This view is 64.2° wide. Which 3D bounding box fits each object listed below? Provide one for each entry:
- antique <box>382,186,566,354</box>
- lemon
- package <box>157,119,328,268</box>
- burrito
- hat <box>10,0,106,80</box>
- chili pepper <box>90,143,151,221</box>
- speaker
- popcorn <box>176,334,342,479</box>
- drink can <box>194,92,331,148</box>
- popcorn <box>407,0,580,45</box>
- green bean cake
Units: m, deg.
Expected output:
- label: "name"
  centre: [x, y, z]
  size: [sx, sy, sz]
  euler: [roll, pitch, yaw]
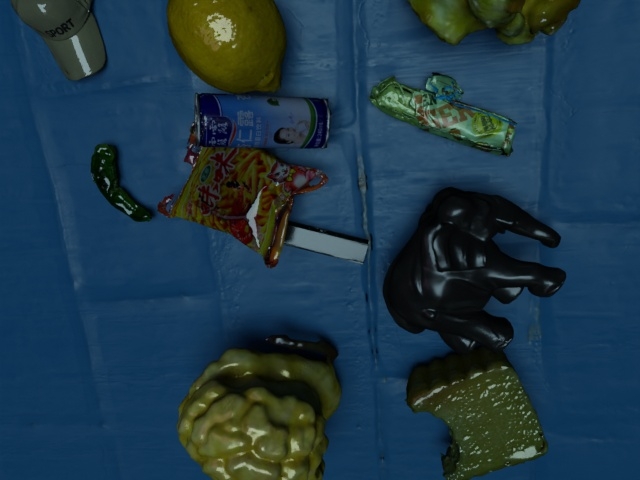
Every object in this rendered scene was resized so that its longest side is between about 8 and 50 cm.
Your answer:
- label: "antique"
  centre: [0.263, 0.062, 0.948]
  size: [0.255, 0.185, 0.322]
  euler: [35, 110, -5]
- label: "lemon"
  centre: [-0.158, -0.358, 0.873]
  size: [0.188, 0.188, 0.257]
  euler: [-37, 106, 15]
- label: "package"
  centre: [-0.154, -0.091, 0.986]
  size: [0.288, 0.108, 0.223]
  euler: [29, 93, 14]
- label: "burrito"
  centre: [0.232, -0.241, 0.930]
  size: [0.288, 0.054, 0.104]
  euler: [19, 107, 1]
- label: "hat"
  centre: [-0.483, -0.391, 0.955]
  size: [0.147, 0.085, 0.175]
  euler: [-20, 102, 11]
- label: "chili pepper"
  centre: [-0.418, -0.109, 1.047]
  size: [0.073, 0.050, 0.182]
  euler: [-27, 103, 6]
- label: "speaker"
  centre: [0.000, 0.000, 1.034]
  size: [0.191, 0.040, 0.046]
  euler: [14, 106, 3]
- label: "popcorn"
  centre: [-0.099, 0.351, 1.023]
  size: [0.349, 0.349, 0.382]
  euler: [45, 68, -7]
- label: "drink can"
  centre: [-0.104, -0.213, 0.916]
  size: [0.235, 0.097, 0.097]
  euler: [-1, 107, -16]
- label: "popcorn"
  centre: [0.240, -0.460, 0.751]
  size: [0.325, 0.290, 0.321]
  euler: [15, 91, -21]
- label: "green bean cake"
  centre: [0.313, 0.352, 1.055]
  size: [0.233, 0.124, 0.236]
  euler: [-24, 102, 12]
